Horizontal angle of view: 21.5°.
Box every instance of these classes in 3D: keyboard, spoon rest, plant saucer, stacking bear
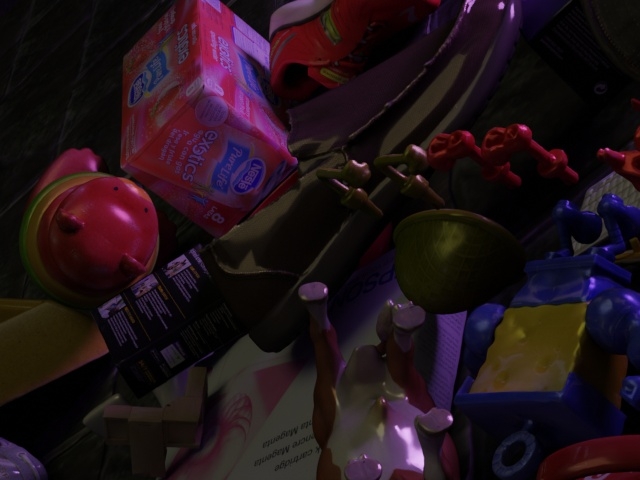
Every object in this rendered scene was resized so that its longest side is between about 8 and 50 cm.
[{"bbox_3d":[0.249,-0.049,1.239,0.072,0.014,0.256,-62,9,-26],"label":"keyboard"},{"bbox_3d":[-0.156,0.123,1.740,0.137,0.084,0.276,-35,15,30],"label":"spoon rest"},{"bbox_3d":[-0.444,0.149,1.980,0.333,0.081,0.333,-27,13,-28],"label":"plant saucer"},{"bbox_3d":[-0.241,-0.004,1.815,0.164,0.175,0.289,-49,8,-8],"label":"stacking bear"}]

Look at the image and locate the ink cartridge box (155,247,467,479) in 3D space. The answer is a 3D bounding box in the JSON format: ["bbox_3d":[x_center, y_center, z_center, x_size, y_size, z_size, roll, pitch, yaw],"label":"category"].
[{"bbox_3d":[-0.026,0.183,1.416,0.324,0.071,0.330,-31,30,37],"label":"ink cartridge box"}]

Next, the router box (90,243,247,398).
[{"bbox_3d":[-0.146,0.074,1.635,0.133,0.046,0.179,-32,20,-5],"label":"router box"}]

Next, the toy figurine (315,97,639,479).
[{"bbox_3d":[0.127,0.060,1.177,0.362,0.191,0.217,-7,57,48],"label":"toy figurine"}]

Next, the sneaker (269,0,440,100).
[{"bbox_3d":[0.039,-0.221,1.871,0.279,0.107,0.118,-22,55,53],"label":"sneaker"}]

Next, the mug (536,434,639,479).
[{"bbox_3d":[0.213,0.161,0.947,0.169,0.150,0.113,-26,68,35],"label":"mug"}]

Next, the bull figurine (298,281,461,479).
[{"bbox_3d":[0.053,0.167,1.127,0.101,0.188,0.310,-14,38,-8],"label":"bull figurine"}]

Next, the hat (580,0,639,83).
[{"bbox_3d":[0.312,-0.272,1.258,0.331,0.134,0.331,-15,63,32],"label":"hat"}]

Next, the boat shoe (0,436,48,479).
[{"bbox_3d":[-0.404,0.255,1.943,0.103,0.118,0.320,-20,11,-22],"label":"boat shoe"}]

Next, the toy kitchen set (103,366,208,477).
[{"bbox_3d":[-0.145,0.161,1.505,0.075,0.083,0.068,-85,-4,-54],"label":"toy kitchen set"}]

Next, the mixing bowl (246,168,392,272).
[{"bbox_3d":[0.000,0.000,1.568,0.181,0.098,0.181,-42,12,11],"label":"mixing bowl"}]

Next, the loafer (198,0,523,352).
[{"bbox_3d":[0.030,-0.079,1.402,0.366,0.130,0.134,-51,-1,0],"label":"loafer"}]

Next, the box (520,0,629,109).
[{"bbox_3d":[0.252,-0.259,1.516,0.184,0.103,0.261,-42,26,14],"label":"box"}]

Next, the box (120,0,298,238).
[{"bbox_3d":[-0.132,-0.156,1.979,0.142,0.154,0.300,-43,26,18],"label":"box"}]
